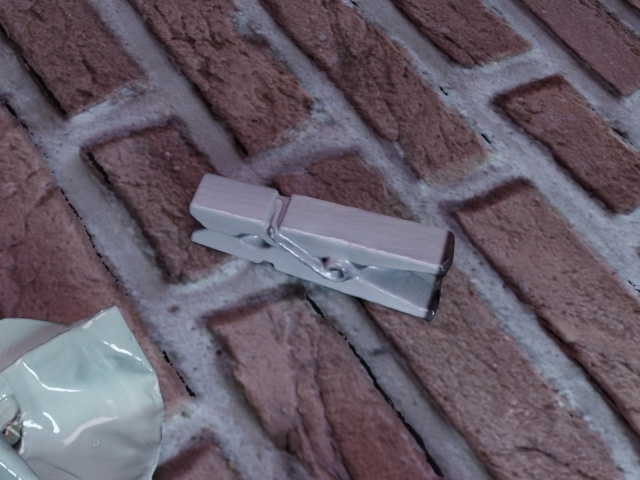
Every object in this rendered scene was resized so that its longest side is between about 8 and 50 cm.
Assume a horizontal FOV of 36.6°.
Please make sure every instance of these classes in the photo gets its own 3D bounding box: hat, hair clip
[{"bbox_3d":[-0.324,0.199,0.979,0.301,0.168,0.258,-3,23,17],"label":"hat"},{"bbox_3d":[-0.002,0.003,1.209,0.330,0.101,0.085,15,55,3],"label":"hair clip"}]
